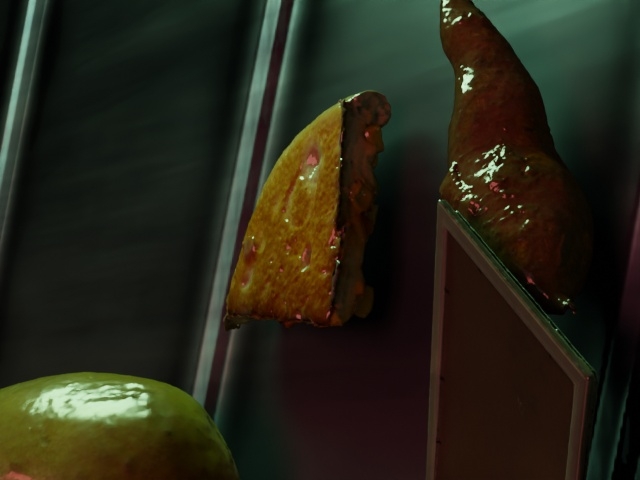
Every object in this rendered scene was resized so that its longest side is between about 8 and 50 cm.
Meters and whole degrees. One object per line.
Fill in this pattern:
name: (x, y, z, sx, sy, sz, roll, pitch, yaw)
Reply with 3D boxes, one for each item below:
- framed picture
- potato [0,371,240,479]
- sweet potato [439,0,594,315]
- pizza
framed picture: (0.085, 0.091, 0.897, 0.142, 0.011, 0.183, -126, 29, -49)
potato: (-0.122, 0.152, 1.141, 0.158, 0.178, 0.203, -37, 32, 28)
sweet potato: (0.088, -0.037, 0.946, 0.068, 0.068, 0.226, -51, 39, 38)
pizza: (0.000, 0.000, 1.092, 0.178, 0.041, 0.131, -66, 32, 20)
